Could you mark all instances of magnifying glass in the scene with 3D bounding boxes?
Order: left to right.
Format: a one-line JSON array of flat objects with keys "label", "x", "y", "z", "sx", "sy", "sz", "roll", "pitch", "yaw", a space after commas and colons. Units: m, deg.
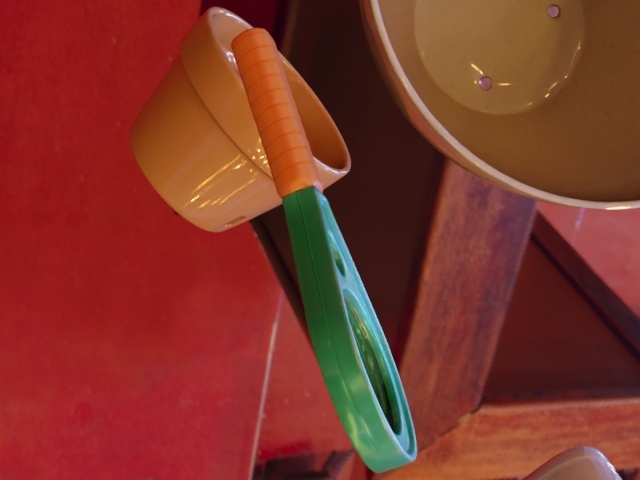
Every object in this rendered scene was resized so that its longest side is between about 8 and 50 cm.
[{"label": "magnifying glass", "x": 0.000, "y": 0.000, "z": 0.469, "sx": 0.026, "sy": 0.231, "sz": 0.092, "roll": -23, "pitch": 164, "yaw": 10}]

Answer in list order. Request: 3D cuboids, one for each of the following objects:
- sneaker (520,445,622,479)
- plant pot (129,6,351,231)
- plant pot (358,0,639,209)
[{"label": "sneaker", "x": 0.190, "y": 0.332, "z": 0.965, "sx": 0.290, "sy": 0.123, "sz": 0.106, "roll": -42, "pitch": 109, "yaw": 10}, {"label": "plant pot", "x": -0.126, "y": -0.148, "z": 1.317, "sx": 0.203, "sy": 0.291, "sz": 0.291, "roll": -38, "pitch": 125, "yaw": 17}, {"label": "plant pot", "x": 0.148, "y": -0.160, "z": 0.624, "sx": 0.284, "sy": 0.191, "sz": 0.284, "roll": 0, "pitch": 91, "yaw": -10}]
